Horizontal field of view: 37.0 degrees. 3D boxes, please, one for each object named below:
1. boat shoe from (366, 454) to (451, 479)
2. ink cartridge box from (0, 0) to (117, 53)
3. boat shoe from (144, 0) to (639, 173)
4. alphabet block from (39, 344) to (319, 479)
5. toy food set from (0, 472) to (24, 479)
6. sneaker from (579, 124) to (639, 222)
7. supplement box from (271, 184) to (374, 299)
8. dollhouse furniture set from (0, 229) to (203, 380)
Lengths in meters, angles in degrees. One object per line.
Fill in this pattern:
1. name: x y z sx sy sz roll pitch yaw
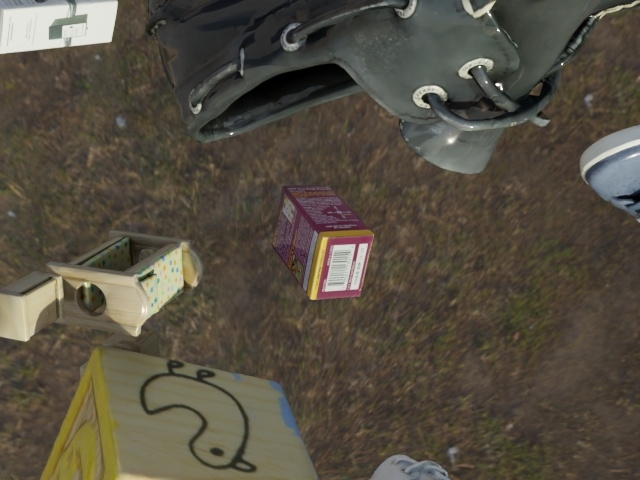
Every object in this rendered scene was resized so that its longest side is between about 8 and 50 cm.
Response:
1. boat shoe: 0.070 0.226 0.820 0.095 0.258 0.084 20 60 -22
2. ink cartridge box: -0.467 -0.397 1.597 0.208 0.086 0.153 -17 53 -39
3. boat shoe: 0.045 -0.084 0.397 0.340 0.127 0.113 4 99 38
4. alphabet block: -0.137 0.239 0.884 0.197 0.192 0.193 16 112 -27
5. toy food set: -0.386 0.339 1.236 0.122 0.078 0.019 22 117 -2
6. sneaker: 0.434 -0.016 1.081 0.350 0.131 0.148 18 56 -32
7. supplement box: 0.000 0.000 0.716 0.043 0.054 0.083 -3 31 -25
8. dollhouse furniture set: -0.193 0.096 0.885 0.101 0.182 0.160 7 110 20
